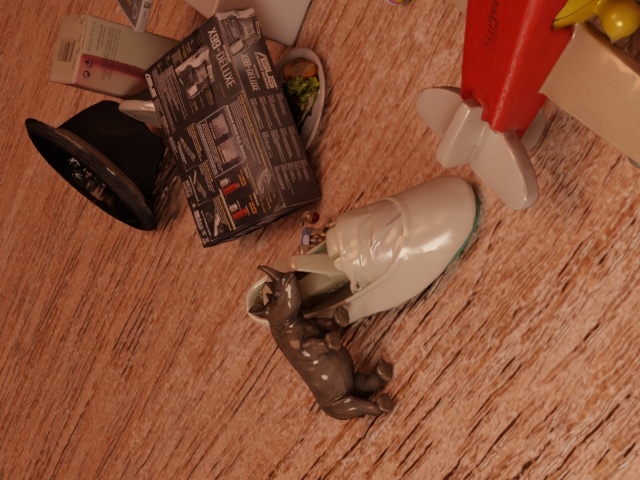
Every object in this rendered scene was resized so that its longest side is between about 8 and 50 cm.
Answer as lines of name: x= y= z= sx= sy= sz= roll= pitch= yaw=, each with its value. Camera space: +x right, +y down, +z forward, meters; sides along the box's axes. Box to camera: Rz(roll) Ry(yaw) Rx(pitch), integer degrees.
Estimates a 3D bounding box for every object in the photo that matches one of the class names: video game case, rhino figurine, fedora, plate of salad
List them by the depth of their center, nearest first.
rhino figurine: x=-0.008 y=0.131 z=1.416 sx=0.106 sy=0.073 sz=0.243 roll=-31 pitch=99 yaw=42
plate of salad: x=-0.058 y=-0.203 z=1.717 sx=0.200 sy=0.048 sz=0.199 roll=-22 pitch=63 yaw=51
video game case: x=-0.320 y=-0.480 z=1.934 sx=0.190 sy=0.022 sz=0.173 roll=55 pitch=133 yaw=46
fedora: x=-0.391 y=-0.164 z=2.067 sx=0.152 sy=0.334 sz=0.334 roll=-51 pitch=30 yaw=-14

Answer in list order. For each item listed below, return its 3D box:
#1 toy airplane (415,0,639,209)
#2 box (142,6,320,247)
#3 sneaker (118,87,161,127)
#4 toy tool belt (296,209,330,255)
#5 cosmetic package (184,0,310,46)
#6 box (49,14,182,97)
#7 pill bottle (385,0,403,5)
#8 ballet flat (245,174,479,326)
toy airplane: x=0.240 y=-0.225 z=1.129 sx=0.386 sy=0.272 sz=0.384 roll=66 pitch=159 yaw=-11
box: x=-0.143 y=-0.167 z=1.703 sx=0.242 sy=0.076 sz=0.307 roll=-25 pitch=84 yaw=51
sneaker: x=-0.221 y=-0.274 z=1.908 sx=0.296 sy=0.104 sz=0.146 roll=1 pitch=76 yaw=37
toy tool belt: x=0.000 y=0.000 z=1.574 sx=0.051 sy=0.052 sz=0.083 roll=8 pitch=90 yaw=26
cosmetic package: x=-0.163 y=-0.514 z=1.872 sx=0.453 sy=0.161 sz=0.230 roll=43 pitch=117 yaw=52
box: x=-0.356 y=-0.322 z=2.034 sx=0.149 sy=0.232 sz=0.126 roll=16 pitch=94 yaw=57
pill bottle: x=0.118 y=-0.357 z=1.504 sx=0.083 sy=0.043 sz=0.043 roll=-32 pitch=54 yaw=48
ballet flat: x=0.034 y=0.033 z=1.429 sx=0.400 sy=0.139 sz=0.139 roll=-36 pitch=52 yaw=46
